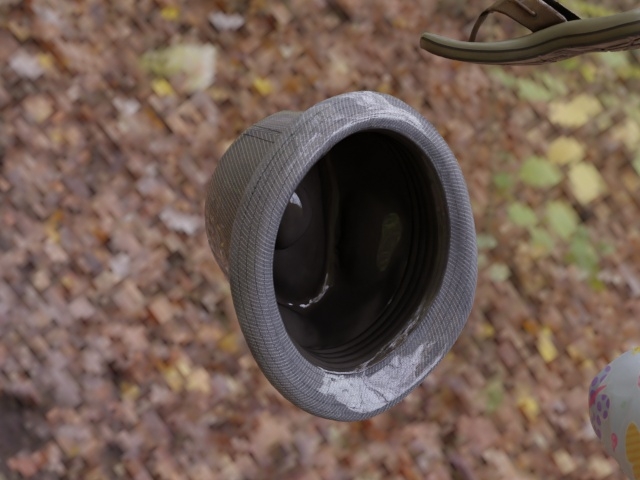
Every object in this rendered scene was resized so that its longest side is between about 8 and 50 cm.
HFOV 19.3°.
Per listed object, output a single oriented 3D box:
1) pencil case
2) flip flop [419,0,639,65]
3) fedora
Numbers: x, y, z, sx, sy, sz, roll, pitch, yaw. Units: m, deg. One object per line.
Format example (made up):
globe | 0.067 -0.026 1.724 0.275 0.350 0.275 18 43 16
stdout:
pencil case | 0.326 0.186 1.590 0.124 0.114 0.273 8 18 -19
flip flop | 0.240 -0.233 2.003 0.112 0.277 0.080 -6 90 -63
fedora | 0.000 0.000 1.514 0.124 0.244 0.275 23 -26 44
